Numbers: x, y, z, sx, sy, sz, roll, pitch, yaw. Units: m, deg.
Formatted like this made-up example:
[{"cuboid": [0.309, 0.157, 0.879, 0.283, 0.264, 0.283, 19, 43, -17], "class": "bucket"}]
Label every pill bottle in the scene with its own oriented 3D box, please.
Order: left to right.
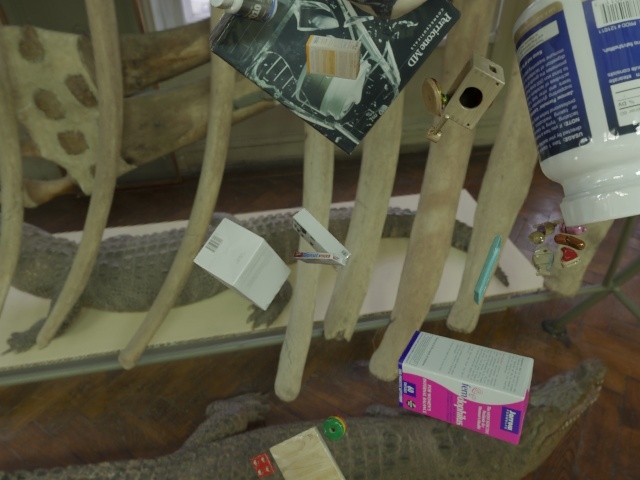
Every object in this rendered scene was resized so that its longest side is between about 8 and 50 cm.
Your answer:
[{"cuboid": [-0.168, -0.528, 1.011, 0.137, 0.078, 0.078, -11, 33, -45], "class": "pill bottle"}, {"cuboid": [0.331, -0.156, 0.549, 0.153, 0.264, 0.153, -10, -3, -1], "class": "pill bottle"}]

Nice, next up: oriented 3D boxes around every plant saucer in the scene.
[{"cuboid": [0.438, 0.074, 1.218, 0.018, 0.067, 0.192, 15, 59, 27], "class": "plant saucer"}]

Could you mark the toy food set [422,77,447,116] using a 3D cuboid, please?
[{"cuboid": [0.240, -0.304, 0.985, 0.020, 0.083, 0.082, -20, 81, -5], "class": "toy food set"}]

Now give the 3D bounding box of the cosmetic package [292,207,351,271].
[{"cuboid": [0.000, 0.000, 1.658, 0.060, 0.099, 0.239, -41, 76, -16], "class": "cosmetic package"}]

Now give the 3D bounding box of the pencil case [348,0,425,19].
[{"cuboid": [-0.026, -0.363, 0.389, 0.410, 0.183, 0.160, 18, 16, -40], "class": "pencil case"}]

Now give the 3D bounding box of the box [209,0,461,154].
[{"cuboid": [0.022, -0.588, 1.282, 0.472, 0.480, 0.297, 31, 17, -28], "class": "box"}]

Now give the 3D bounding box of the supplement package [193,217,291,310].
[{"cuboid": [-0.252, 0.088, 1.564, 0.175, 0.293, 0.177, 27, 75, 24], "class": "supplement package"}]

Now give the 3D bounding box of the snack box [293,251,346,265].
[{"cuboid": [-0.004, 0.057, 1.466, 0.178, 0.064, 0.022, 1, 70, 46], "class": "snack box"}]

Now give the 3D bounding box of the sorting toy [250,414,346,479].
[{"cuboid": [-0.030, 0.488, 1.021, 0.132, 0.275, 0.046, 59, 23, 9], "class": "sorting toy"}]

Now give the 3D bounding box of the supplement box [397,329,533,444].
[{"cuboid": [0.265, 0.264, 0.860, 0.220, 0.111, 0.114, 8, 28, 28], "class": "supplement box"}]

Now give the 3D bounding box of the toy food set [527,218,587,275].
[{"cuboid": [0.334, -0.001, 0.654, 0.078, 0.019, 0.122, -15, 29, 25], "class": "toy food set"}]

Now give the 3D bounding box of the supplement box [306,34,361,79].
[{"cuboid": [0.025, -0.346, 0.878, 0.099, 0.062, 0.036, 12, 54, 9], "class": "supplement box"}]

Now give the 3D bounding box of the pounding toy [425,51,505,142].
[{"cuboid": [0.340, -0.308, 1.097, 0.094, 0.206, 0.181, 28, 39, -3], "class": "pounding toy"}]
